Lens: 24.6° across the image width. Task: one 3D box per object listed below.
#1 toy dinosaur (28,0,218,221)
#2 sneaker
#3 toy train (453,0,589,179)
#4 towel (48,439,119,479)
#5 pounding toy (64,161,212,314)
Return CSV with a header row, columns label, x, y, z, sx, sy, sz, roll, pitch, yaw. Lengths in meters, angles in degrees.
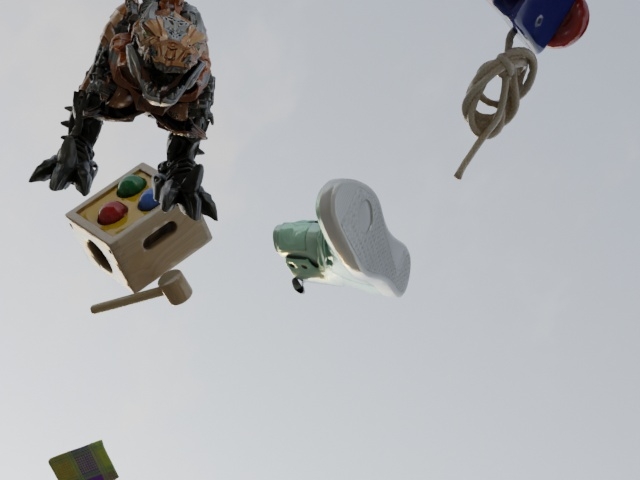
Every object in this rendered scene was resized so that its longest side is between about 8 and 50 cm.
label,x,y,z,sx,sy,sz,roll,pitch,yaw
toy dinosaur,-0.147,-0.143,1.332,0.164,0.322,0.218,14,-81,8
sneaker,0.000,0.001,1.674,0.151,0.094,0.256,6,-20,20
toy train,0.099,-0.177,0.950,0.143,0.105,0.248,32,-90,31
towel,-0.309,0.297,1.907,0.083,0.009,0.060,-23,-82,13
pounding toy,-0.230,0.005,1.817,0.206,0.181,0.094,28,-32,49
